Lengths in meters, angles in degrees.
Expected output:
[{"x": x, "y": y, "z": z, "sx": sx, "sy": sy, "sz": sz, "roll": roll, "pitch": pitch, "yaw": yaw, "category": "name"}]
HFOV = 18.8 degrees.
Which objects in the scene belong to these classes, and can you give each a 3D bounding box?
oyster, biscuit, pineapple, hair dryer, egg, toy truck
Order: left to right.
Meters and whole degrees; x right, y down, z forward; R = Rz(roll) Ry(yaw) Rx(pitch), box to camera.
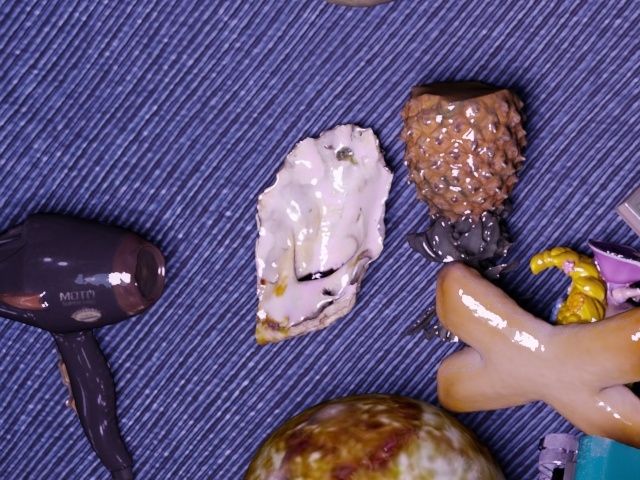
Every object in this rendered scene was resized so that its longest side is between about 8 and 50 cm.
[{"x": -0.260, "y": 0.143, "z": 1.885, "sx": 0.304, "sy": 0.120, "sz": 0.359, "roll": -5, "pitch": 111, "yaw": 26, "category": "hair dryer"}, {"x": 0.008, "y": -0.003, "z": 1.775, "sx": 0.133, "sy": 0.072, "sz": 0.209, "roll": 4, "pitch": 85, "yaw": 22, "category": "oyster"}, {"x": 0.042, "y": 0.250, "z": 1.728, "sx": 0.289, "sy": 0.238, "sz": 0.238, "roll": 23, "pitch": 115, "yaw": 51, "category": "egg"}, {"x": 0.131, "y": -0.017, "z": 1.711, "sx": 0.125, "sy": 0.125, "sz": 0.251, "roll": 4, "pitch": 111, "yaw": 15, "category": "pineapple"}, {"x": 0.195, "y": 0.108, "z": 1.662, "sx": 0.208, "sy": 0.047, "sz": 0.164, "roll": 14, "pitch": 129, "yaw": 24, "category": "biscuit"}, {"x": 0.240, "y": 0.251, "z": 1.677, "sx": 0.124, "sy": 0.253, "sz": 0.114, "roll": 7, "pitch": 64, "yaw": 13, "category": "toy truck"}]

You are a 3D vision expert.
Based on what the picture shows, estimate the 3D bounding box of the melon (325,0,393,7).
[{"x": 0.036, "y": -0.251, "z": 1.682, "sx": 0.131, "sy": 0.098, "sz": 0.098, "roll": -2, "pitch": 103, "yaw": 22, "category": "melon"}]

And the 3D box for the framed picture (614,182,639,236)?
[{"x": 0.401, "y": 0.019, "z": 1.598, "sx": 0.289, "sy": 0.211, "sz": 0.020, "roll": 47, "pitch": 147, "yaw": 1, "category": "framed picture"}]

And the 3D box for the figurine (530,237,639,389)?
[{"x": 0.231, "y": 0.077, "z": 1.709, "sx": 0.115, "sy": 0.095, "sz": 0.156, "roll": 14, "pitch": 103, "yaw": 11, "category": "figurine"}]
